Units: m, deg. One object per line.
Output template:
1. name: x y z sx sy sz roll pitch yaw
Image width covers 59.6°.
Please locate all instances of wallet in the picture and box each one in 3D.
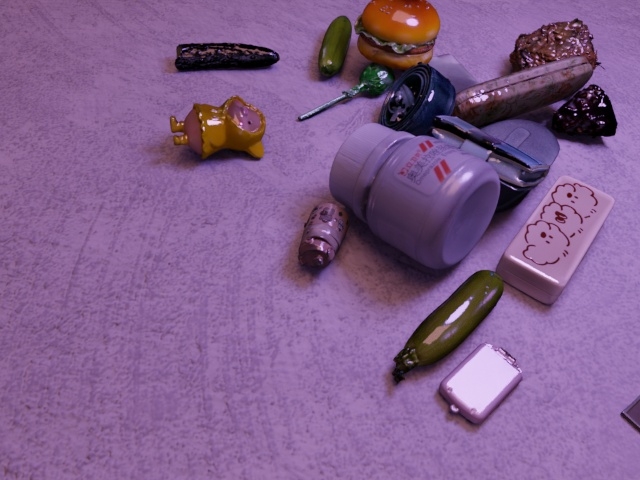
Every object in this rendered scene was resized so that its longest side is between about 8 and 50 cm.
1. wallet: 0.374 -0.201 1.253 0.250 0.075 0.176 36 27 25

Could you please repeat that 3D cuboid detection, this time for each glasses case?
1. glasses case: 0.513 -0.381 1.465 0.426 0.156 0.098 -19 77 -13
2. glasses case: 0.530 -0.011 1.254 0.144 0.076 0.336 32 55 20

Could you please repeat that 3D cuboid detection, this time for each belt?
1. belt: 0.244 -0.340 1.428 0.116 0.206 0.267 30 40 -23

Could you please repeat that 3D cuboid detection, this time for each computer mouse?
1. computer mouse: 0.464 -0.207 1.390 0.203 0.114 0.374 33 56 21

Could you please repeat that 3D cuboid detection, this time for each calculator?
1. calculator: 0.298 0.261 1.034 0.175 0.032 0.100 -33 59 -27

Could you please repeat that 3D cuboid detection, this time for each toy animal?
1. toy animal: -0.252 -0.273 1.383 0.230 0.156 0.156 -5 50 -22

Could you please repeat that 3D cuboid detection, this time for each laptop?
1. laptop: 0.373 -0.470 1.669 0.188 0.015 0.269 -14 52 -16

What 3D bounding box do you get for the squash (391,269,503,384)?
1. squash: 0.253 0.159 1.086 0.332 0.087 0.087 -35 61 -27

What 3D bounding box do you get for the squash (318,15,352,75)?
1. squash: 0.043 -0.588 1.700 0.082 0.082 0.292 10 51 4

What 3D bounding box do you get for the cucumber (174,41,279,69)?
1. cucumber: -0.273 -0.542 1.643 0.304 0.072 0.081 -4 48 -9

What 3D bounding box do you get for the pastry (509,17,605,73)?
1. pastry: 0.691 -0.553 1.648 0.275 0.192 0.274 2 52 -2

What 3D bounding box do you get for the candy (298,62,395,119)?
1. candy: 0.073 -0.407 1.565 0.324 0.097 0.097 -32 59 -18

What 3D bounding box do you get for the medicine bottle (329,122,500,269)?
1. medicine bottle: 0.194 -0.105 1.198 0.306 0.245 0.245 33 55 32

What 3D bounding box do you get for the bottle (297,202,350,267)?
1. bottle: 0.000 -0.001 1.192 0.099 0.098 0.152 15 49 8

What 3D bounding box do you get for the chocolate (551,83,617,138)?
1. chocolate: 0.698 -0.331 1.521 0.133 0.156 0.156 -22 52 5

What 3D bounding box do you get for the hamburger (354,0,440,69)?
1. hamburger: 0.220 -0.599 1.568 0.246 0.169 0.246 6 41 -6

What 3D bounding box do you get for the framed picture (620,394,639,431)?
1. framed picture: 0.636 0.340 1.009 0.109 0.011 0.149 -28 57 -24
